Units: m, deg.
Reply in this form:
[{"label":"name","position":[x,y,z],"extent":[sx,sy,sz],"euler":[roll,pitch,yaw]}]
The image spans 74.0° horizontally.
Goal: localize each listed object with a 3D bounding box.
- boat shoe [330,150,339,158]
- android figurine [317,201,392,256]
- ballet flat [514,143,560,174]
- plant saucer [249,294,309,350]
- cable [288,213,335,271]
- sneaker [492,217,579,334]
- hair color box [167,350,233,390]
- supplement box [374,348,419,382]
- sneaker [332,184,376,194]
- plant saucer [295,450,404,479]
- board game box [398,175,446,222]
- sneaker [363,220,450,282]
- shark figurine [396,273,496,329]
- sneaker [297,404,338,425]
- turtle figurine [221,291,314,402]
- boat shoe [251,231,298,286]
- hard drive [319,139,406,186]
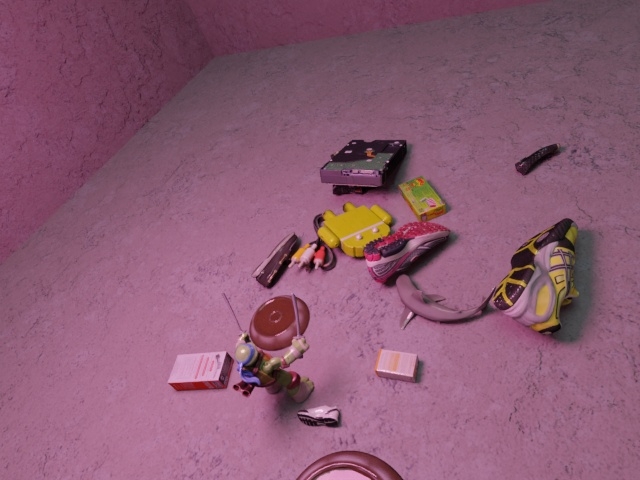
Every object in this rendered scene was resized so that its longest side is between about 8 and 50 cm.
[{"label":"boat shoe","position":[0.066,-0.317,1.754],"extent":[0.049,0.056,0.152],"euler":[-19,33,13]},{"label":"android figurine","position":[0.123,-0.038,1.421],"extent":[0.248,0.056,0.273],"euler":[-22,40,-16]},{"label":"ballet flat","position":[0.732,-0.276,1.428],"extent":[0.173,0.057,0.049],"euler":[-29,83,-4]},{"label":"plant saucer","position":[-0.132,0.240,1.296],"extent":[0.199,0.036,0.198],"euler":[-13,44,13]},{"label":"cable","position":[0.000,0.000,1.449],"extent":[0.140,0.072,0.287],"euler":[4,49,20]},{"label":"sneaker","position":[0.577,0.086,1.087],"extent":[0.147,0.145,0.385],"euler":[44,58,6]},{"label":"hair color box","position":[-0.348,0.381,1.238],"extent":[0.167,0.053,0.093],"euler":[-9,43,18]},{"label":"supplement box","position":[0.194,0.316,1.073],"extent":[0.098,0.036,0.062],"euler":[3,48,26]},{"label":"sneaker","position":[0.129,-0.207,1.600],"extent":[0.178,0.072,0.077],"euler":[-18,44,8]},{"label":"plant saucer","position":[0.047,0.585,0.864],"extent":[0.311,0.050,0.310],"euler":[-13,44,13]},{"label":"board game box","position":[0.346,-0.143,1.459],"extent":[0.092,0.043,0.181],"euler":[-22,43,1]},{"label":"sneaker","position":[0.263,0.024,1.287],"extent":[0.299,0.112,0.121],"euler":[-22,24,-20]},{"label":"shark figurine","position":[0.304,0.162,1.126],"extent":[0.278,0.116,0.166],"euler":[10,54,34]},{"label":"sneaker","position":[-0.005,0.431,1.052],"extent":[0.109,0.040,0.043],"euler":[-2,30,18]},{"label":"turtle figurine","position":[-0.113,0.277,1.078],"extent":[0.198,0.266,0.274],"euler":[-19,43,5]},{"label":"boat shoe","position":[-0.143,0.063,1.457],"extent":[0.227,0.069,0.081],"euler":[-50,9,-31]},{"label":"hard drive","position":[0.171,-0.300,1.608],"extent":[0.237,0.064,0.339],"euler":[6,32,24]}]
